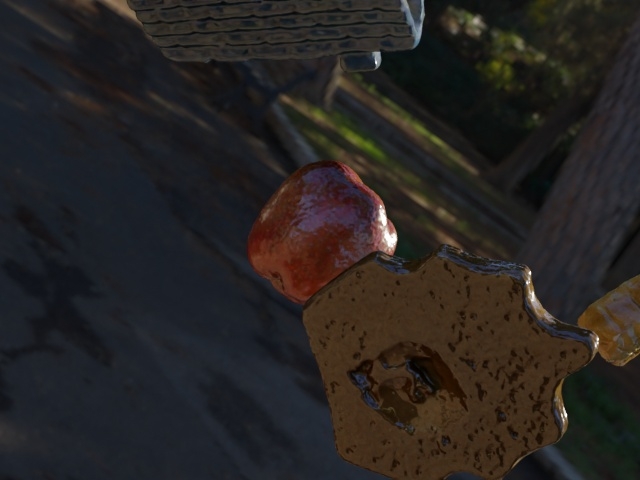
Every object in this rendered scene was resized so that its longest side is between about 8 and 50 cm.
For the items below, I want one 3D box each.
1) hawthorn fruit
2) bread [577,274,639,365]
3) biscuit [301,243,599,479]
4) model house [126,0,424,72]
[{"bbox_3d":[0.000,0.000,1.230,0.133,0.138,0.133,50,-12,14],"label":"hawthorn fruit"},{"bbox_3d":[0.342,0.076,1.352,0.053,0.132,0.074,58,1,-46],"label":"bread"},{"bbox_3d":[0.097,0.089,0.922,0.034,0.215,0.182,-33,111,-62],"label":"biscuit"},{"bbox_3d":[-0.059,-0.409,1.554,0.395,0.400,0.445,-5,24,17],"label":"model house"}]
